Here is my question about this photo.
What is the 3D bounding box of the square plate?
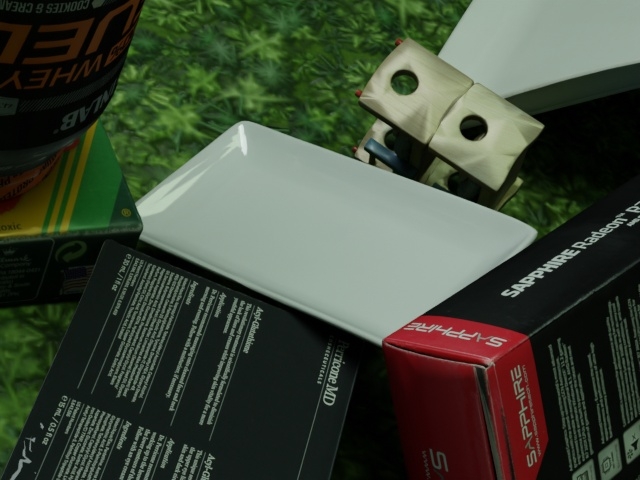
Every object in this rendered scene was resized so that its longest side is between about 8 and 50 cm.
[{"bbox_3d":[0.268,-0.213,1.359,0.049,0.347,0.344,57,43,-25],"label":"square plate"}]

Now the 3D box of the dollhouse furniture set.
[{"bbox_3d":[0.058,-0.030,1.227,0.129,0.129,0.184,35,75,10],"label":"dollhouse furniture set"}]

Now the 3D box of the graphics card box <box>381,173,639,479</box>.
[{"bbox_3d":[0.203,0.099,1.072,0.094,0.233,0.371,8,28,44],"label":"graphics card box"}]

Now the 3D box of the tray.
[{"bbox_3d":[0.000,0.000,1.105,0.270,0.030,0.145,22,48,35],"label":"tray"}]

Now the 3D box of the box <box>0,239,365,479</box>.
[{"bbox_3d":[-0.093,0.147,0.979,0.184,0.103,0.261,21,44,-3],"label":"box"}]

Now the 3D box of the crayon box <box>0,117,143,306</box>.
[{"bbox_3d":[-0.272,-0.097,1.138,0.202,0.081,0.318,-6,52,-29],"label":"crayon box"}]

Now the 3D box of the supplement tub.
[{"bbox_3d":[-0.194,-0.179,0.964,0.193,0.316,0.194,12,47,-14],"label":"supplement tub"}]
